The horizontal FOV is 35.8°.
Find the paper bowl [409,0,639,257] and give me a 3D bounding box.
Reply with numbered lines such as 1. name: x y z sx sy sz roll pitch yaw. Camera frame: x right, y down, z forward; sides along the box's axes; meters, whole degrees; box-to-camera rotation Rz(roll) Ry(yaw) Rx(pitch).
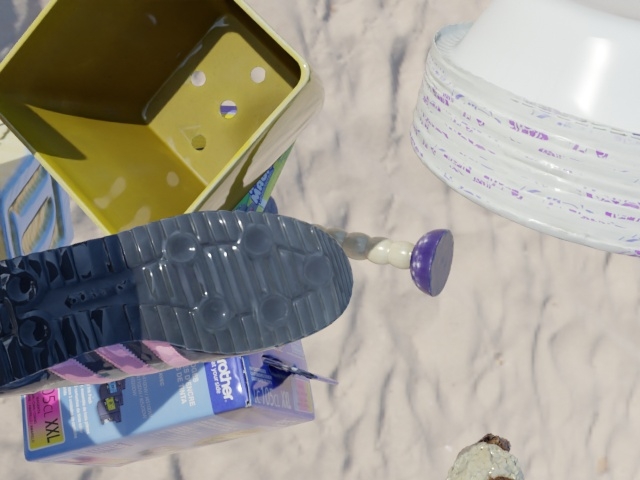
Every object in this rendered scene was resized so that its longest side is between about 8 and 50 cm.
1. paper bowl: 0.221 -0.113 0.769 0.284 0.284 0.148 -17 128 -44

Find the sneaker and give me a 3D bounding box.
1. sneaker: -0.138 0.048 0.746 0.319 0.131 0.112 -7 81 -10

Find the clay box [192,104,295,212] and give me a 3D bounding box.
1. clay box: -0.124 -0.039 1.017 0.053 0.127 0.222 55 51 -47

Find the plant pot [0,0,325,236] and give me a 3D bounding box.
1. plant pot: -0.116 -0.124 0.866 0.212 0.212 0.187 46 14 13

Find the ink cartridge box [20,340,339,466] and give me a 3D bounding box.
1. ink cartridge box: -0.181 0.205 1.396 0.270 0.395 0.151 35 40 -67

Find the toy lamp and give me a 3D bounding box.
1. toy lamp: 0.000 0.000 1.047 0.080 0.275 0.080 -39 136 -52

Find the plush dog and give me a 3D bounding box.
1. plush dog: 0.209 0.369 1.284 0.211 0.262 0.225 3 105 -4

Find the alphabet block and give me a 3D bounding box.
1. alphabet block: -0.440 -0.036 1.229 0.192 0.197 0.193 -74 169 -54
